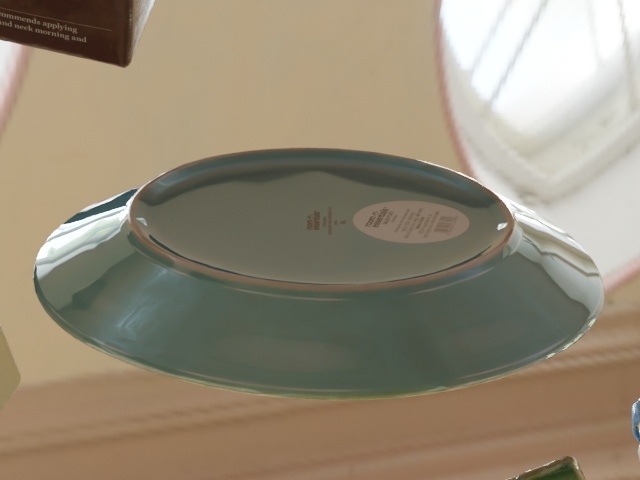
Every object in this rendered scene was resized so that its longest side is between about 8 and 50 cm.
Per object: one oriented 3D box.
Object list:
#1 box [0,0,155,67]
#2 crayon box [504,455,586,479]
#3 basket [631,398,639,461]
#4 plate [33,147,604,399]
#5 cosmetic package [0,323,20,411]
[{"bbox_3d":[-0.198,-0.269,1.251,0.168,0.203,0.167,13,-132,2],"label":"box"},{"bbox_3d":[-0.047,0.185,0.437,0.318,0.202,0.081,-26,-126,6],"label":"crayon box"},{"bbox_3d":[0.289,0.220,0.932,0.201,0.255,0.289,-25,-126,5],"label":"basket"},{"bbox_3d":[0.000,0.000,0.548,0.188,0.024,0.188,1,-159,-1],"label":"plate"},{"bbox_3d":[-0.227,0.018,0.633,0.113,0.309,0.160,23,-118,16],"label":"cosmetic package"}]
